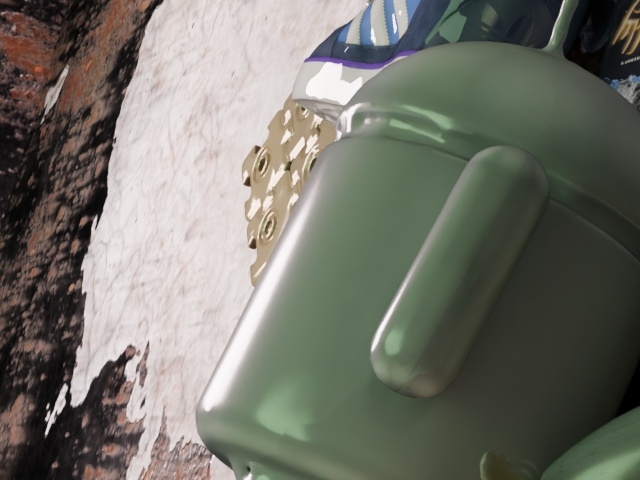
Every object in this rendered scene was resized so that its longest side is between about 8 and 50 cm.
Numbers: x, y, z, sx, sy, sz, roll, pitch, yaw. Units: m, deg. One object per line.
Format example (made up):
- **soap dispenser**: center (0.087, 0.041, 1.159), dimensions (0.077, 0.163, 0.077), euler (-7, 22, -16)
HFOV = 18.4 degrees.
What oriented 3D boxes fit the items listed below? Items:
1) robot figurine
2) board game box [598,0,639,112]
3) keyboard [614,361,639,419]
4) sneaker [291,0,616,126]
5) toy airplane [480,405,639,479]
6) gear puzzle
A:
- **robot figurine**: center (0.066, 0.044, 1.044), dimensions (0.300, 0.199, 0.353), euler (102, -166, -77)
- **board game box**: center (0.230, -0.083, 1.108), dimensions (0.243, 0.042, 0.165), euler (-14, 59, 66)
- **keyboard**: center (0.100, 0.165, 1.128), dimensions (0.317, 0.033, 0.201), euler (-58, 36, 1)
- **sneaker**: center (0.106, -0.180, 1.422), dimensions (0.236, 0.130, 0.323), euler (-63, 15, -7)
- **toy airplane**: center (0.145, 0.173, 0.762), dimensions (0.384, 0.272, 0.386), euler (-57, 1, -21)
- **gear puzzle**: center (0.000, 0.000, 1.630), dimensions (0.175, 0.044, 0.339), euler (-53, 30, 36)
